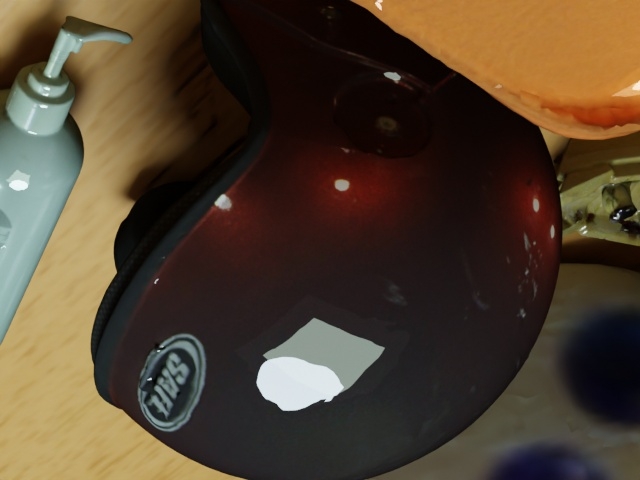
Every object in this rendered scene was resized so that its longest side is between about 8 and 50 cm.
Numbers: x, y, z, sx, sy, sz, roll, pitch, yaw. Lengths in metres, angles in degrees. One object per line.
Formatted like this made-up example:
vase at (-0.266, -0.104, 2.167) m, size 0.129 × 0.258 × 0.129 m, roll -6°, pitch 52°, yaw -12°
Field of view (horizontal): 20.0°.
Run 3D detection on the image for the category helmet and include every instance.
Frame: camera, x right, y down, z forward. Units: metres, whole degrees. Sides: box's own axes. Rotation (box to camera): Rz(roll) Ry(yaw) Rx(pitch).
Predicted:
helmet at (0.000, 0.000, 0.744) m, size 0.216 × 0.193 × 0.189 m, roll -40°, pitch 164°, yaw -41°

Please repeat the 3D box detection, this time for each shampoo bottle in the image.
shampoo bottle at (-0.134, -0.023, 0.767) m, size 0.056 × 0.056 × 0.195 m, roll 7°, pitch 138°, yaw -24°

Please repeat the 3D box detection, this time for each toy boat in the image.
toy boat at (0.195, -0.010, 0.864) m, size 0.206 × 0.072 × 0.064 m, roll 3°, pitch 138°, yaw -21°

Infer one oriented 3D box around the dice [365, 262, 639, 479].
dice at (0.129, 0.215, 0.922) m, size 0.277 × 0.304 × 0.304 m, roll -13°, pitch 137°, yaw 0°

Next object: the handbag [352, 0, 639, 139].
handbag at (0.141, -0.185, 0.508) m, size 0.303 × 0.116 × 0.410 m, roll 24°, pitch 145°, yaw -37°
